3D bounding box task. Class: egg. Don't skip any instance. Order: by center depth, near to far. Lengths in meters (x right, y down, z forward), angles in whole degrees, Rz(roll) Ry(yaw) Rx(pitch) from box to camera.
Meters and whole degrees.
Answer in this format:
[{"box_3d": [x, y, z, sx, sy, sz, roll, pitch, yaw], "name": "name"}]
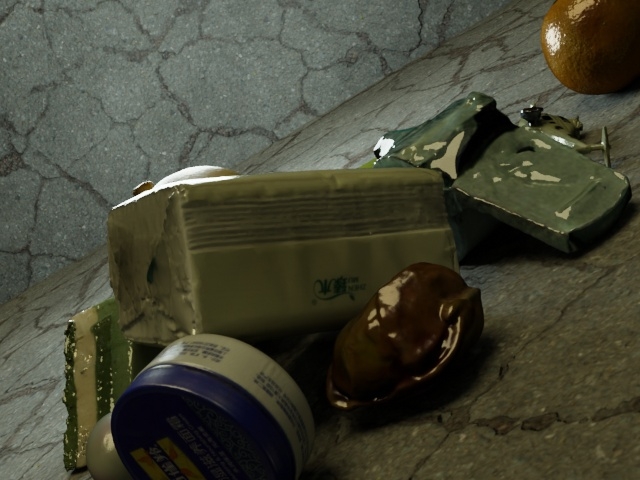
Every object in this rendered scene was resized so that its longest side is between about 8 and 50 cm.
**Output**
[{"box_3d": [-0.261, 0.280, 1.318, 0.103, 0.103, 0.135, -31, 16, 5], "name": "egg"}]

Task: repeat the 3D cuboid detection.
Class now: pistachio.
[{"box_3d": [0.090, 0.112, 1.110, 0.210, 0.130, 0.165, -41, 18, 1], "name": "pistachio"}]

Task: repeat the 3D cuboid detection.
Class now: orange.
[{"box_3d": [0.469, -0.343, 1.679, 0.206, 0.206, 0.206, -30, 15, 9], "name": "orange"}]

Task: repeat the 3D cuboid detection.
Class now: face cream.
[{"box_3d": [-0.111, 0.204, 1.061, 0.206, 0.206, 0.111, -21, 18, 36], "name": "face cream"}]

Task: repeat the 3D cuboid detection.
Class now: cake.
[{"box_3d": [-0.347, 0.216, 1.582, 0.158, 0.172, 0.283, -28, 17, 25], "name": "cake"}]

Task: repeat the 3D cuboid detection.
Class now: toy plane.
[{"box_3d": [0.369, -0.159, 1.519, 0.108, 0.092, 0.286, -6, 14, -1], "name": "toy plane"}]

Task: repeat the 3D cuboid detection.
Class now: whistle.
[{"box_3d": [0.227, -0.089, 1.352, 0.168, 0.188, 0.405, -38, 16, -22], "name": "whistle"}]

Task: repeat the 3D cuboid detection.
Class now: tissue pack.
[{"box_3d": [-0.055, 0.022, 1.280, 0.380, 0.207, 0.297, -6, -2, -28], "name": "tissue pack"}]

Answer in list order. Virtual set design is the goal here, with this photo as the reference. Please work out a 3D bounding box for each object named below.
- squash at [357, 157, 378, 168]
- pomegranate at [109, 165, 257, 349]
[{"box_3d": [0.138, -0.102, 1.726, 0.186, 0.123, 0.123, -29, 14, -6], "name": "squash"}, {"box_3d": [-0.191, 0.029, 1.553, 0.319, 0.319, 0.319, -30, 15, 9], "name": "pomegranate"}]
